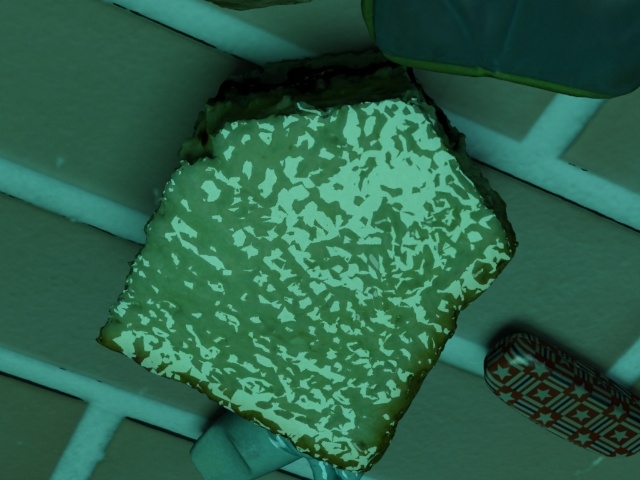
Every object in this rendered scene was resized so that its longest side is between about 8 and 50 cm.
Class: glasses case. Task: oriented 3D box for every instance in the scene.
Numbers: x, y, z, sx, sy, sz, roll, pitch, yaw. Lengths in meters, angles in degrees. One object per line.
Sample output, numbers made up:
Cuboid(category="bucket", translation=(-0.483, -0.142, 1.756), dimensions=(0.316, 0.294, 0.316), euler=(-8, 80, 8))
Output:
Cuboid(category="glasses case", translation=(0.238, 0.149, 1.197), dimensions=(0.194, 0.049, 0.073), euler=(31, 126, -21))

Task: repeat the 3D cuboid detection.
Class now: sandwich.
Cuboid(category="sandwich", translation=(0.000, 0.000, 0.992), dimensions=(0.262, 0.131, 0.325), euler=(27, 117, -2))

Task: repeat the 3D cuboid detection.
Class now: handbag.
Cuboid(category="handbag", translation=(0.127, -0.247, 0.755), dimensions=(0.222, 0.241, 0.263), euler=(5, 131, -2))

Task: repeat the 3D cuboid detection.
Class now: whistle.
Cuboid(category="whistle", translation=(-0.020, 0.166, 1.200), dimensions=(0.274, 0.093, 0.186), euler=(-34, 94, 29))

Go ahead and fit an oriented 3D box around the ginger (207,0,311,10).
Cuboid(category="ginger", translation=(-0.057, -0.194, 0.844), dimensions=(0.138, 0.213, 0.074), euler=(-7, 100, -3))
